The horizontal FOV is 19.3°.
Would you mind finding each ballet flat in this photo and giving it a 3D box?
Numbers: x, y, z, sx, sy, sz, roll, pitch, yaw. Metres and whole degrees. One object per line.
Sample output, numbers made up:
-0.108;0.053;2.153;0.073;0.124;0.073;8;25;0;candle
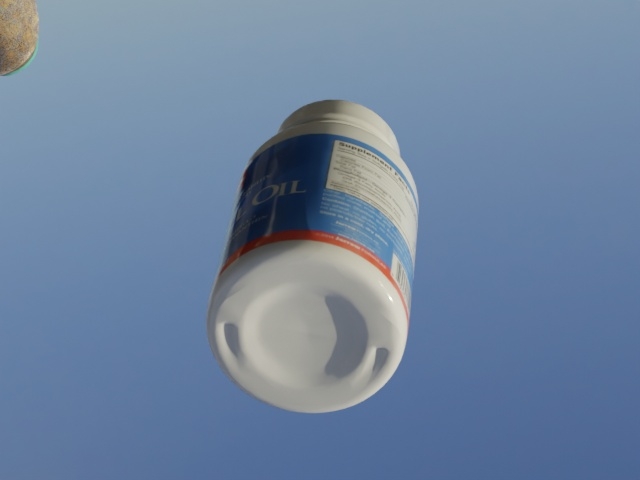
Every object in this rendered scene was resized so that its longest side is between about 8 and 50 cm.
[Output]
-0.377;-0.297;1.943;0.107;0.106;0.316;-32;-128;5;ballet flat

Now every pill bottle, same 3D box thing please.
0.000;0.000;1.210;0.124;0.124;0.221;-6;-150;9;pill bottle
